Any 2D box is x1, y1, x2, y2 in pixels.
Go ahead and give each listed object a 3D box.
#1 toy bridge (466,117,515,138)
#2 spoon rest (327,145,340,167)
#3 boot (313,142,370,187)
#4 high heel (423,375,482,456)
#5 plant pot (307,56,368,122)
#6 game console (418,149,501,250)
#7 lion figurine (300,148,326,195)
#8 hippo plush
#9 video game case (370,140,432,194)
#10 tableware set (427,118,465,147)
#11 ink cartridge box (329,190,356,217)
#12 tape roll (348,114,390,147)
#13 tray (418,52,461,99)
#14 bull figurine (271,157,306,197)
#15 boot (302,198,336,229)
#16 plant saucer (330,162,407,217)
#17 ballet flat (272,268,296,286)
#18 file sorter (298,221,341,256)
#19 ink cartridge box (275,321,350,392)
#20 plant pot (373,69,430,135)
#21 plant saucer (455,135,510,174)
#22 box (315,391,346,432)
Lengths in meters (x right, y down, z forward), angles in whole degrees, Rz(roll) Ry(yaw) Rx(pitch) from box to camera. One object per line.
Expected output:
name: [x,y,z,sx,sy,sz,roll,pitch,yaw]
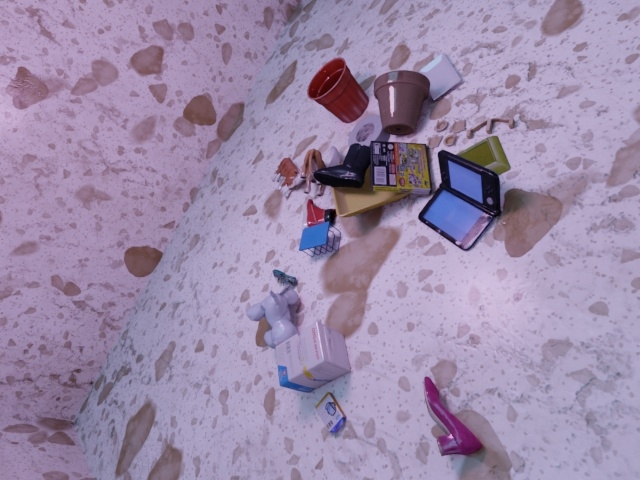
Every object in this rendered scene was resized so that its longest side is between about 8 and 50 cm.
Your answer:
toy bridge: [0.671,-0.453,1.597,0.188,0.026,0.063,-4,59,45]
spoon rest: [0.064,-0.386,2.125,0.137,0.084,0.276,106,161,-50]
boot: [0.112,-0.346,1.835,0.247,0.094,0.207,10,63,24]
high heel: [0.386,0.514,1.207,0.117,0.082,0.244,-13,36,6]
plant pot: [0.113,-0.814,2.243,0.273,0.265,0.272,-25,48,32]
game console: [0.488,-0.154,1.474,0.174,0.250,0.293,-31,39,-10]
lion figurine: [-0.031,-0.382,2.092,0.392,0.142,0.239,118,159,-77]
hippo plush: [-0.165,0.357,1.818,0.294,0.235,0.236,-39,70,43]
video game case: [0.338,-0.315,1.718,0.249,0.035,0.274,3,56,1]
tableware set: [0.542,-0.464,1.745,0.169,0.020,0.141,14,75,50]
ink cartridge box: [0.138,-0.210,1.958,0.109,0.062,0.209,-48,40,8]
tape roll: [0.248,-0.532,2.060,0.219,0.072,0.219,-27,48,33]
tray: [0.571,-0.781,1.927,0.145,0.030,0.270,-33,44,27]
bull figurine: [-0.184,-0.372,2.379,0.188,0.101,0.310,-46,40,16]
boot: [0.000,-0.150,2.062,0.176,0.088,0.244,-21,37,14]
plant saucer: [0.219,-0.254,1.832,0.333,0.081,0.332,-19,48,12]
ballet flat: [-0.191,0.194,2.028,0.188,0.070,0.070,16,76,54]
file sorter: [0.000,0.000,1.925,0.170,0.105,0.118,-15,54,40]
ink cartridge box: [-0.031,0.464,1.584,0.233,0.168,0.171,-35,44,25]
plant pot: [0.373,-0.626,1.880,0.263,0.263,0.229,-2,80,46]
plant saucer: [0.605,-0.307,1.549,0.189,0.045,0.188,-28,47,32]
box: [0.041,0.644,1.498,0.081,0.028,0.136,-51,41,7]
